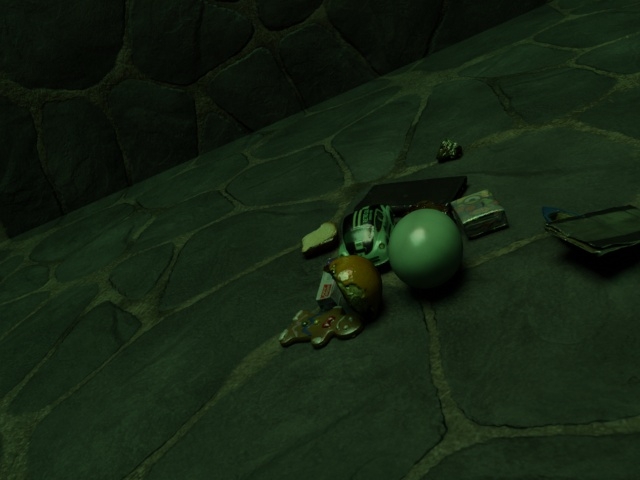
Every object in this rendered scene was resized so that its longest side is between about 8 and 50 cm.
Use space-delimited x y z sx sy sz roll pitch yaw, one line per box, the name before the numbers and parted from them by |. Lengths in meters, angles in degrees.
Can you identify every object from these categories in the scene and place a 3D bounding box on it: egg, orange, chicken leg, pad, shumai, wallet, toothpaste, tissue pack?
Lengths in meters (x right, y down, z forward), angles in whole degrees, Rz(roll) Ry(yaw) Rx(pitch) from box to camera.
egg | 0.240 0.016 1.401 0.168 0.167 0.231 -14 22 21
orange | 0.085 0.095 1.406 0.170 0.160 0.112 42 85 20
chicken leg | 0.292 -0.061 1.653 0.105 0.063 0.234 -22 21 -9
pad | 0.601 -0.027 1.254 0.233 0.022 0.174 -12 22 -14
shumai | 0.432 -0.297 2.040 0.081 0.082 0.083 21 51 6
wallet | 0.269 -0.128 1.838 0.321 0.044 0.170 -1 33 35
toothpaste | 0.031 0.106 1.566 0.047 0.040 0.196 -17 25 19
tissue pack | 0.403 -0.070 1.567 0.109 0.060 0.148 -21 23 9

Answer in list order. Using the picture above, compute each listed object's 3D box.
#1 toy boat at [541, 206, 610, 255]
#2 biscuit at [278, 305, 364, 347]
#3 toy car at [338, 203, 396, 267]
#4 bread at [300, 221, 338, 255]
toy boat | 0.556 -0.024 1.348 0.080 0.045 0.229 -26 23 -5
biscuit | 0.008 0.195 1.414 0.205 0.031 0.138 -4 30 35
toy car | 0.123 -0.025 1.654 0.136 0.125 0.305 -16 26 17
bread | 0.000 0.000 1.817 0.126 0.044 0.129 -28 26 8
